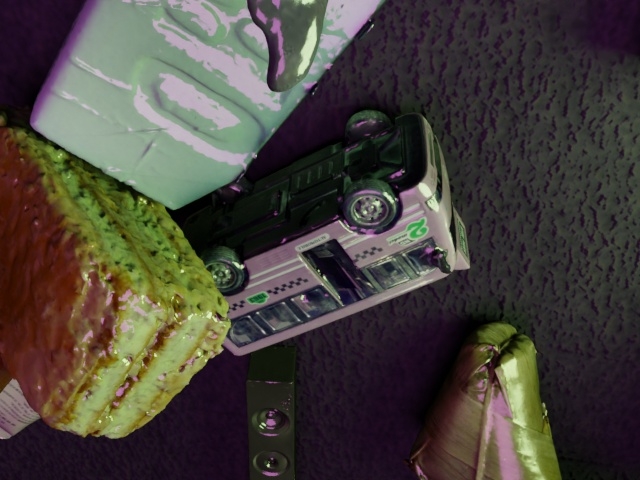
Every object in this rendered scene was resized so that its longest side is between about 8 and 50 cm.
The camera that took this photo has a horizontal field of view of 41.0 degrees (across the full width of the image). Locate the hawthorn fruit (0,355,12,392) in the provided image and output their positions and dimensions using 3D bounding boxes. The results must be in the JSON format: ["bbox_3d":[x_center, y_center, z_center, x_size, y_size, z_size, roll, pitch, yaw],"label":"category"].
[{"bbox_3d":[-0.306,0.055,0.608,0.189,0.149,0.149,33,121,-27],"label":"hawthorn fruit"}]

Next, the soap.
[{"bbox_3d":[-0.053,-0.133,0.497,0.145,0.091,0.230,29,123,-17],"label":"soap"}]

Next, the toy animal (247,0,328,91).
[{"bbox_3d":[-0.050,-0.272,0.370,0.205,0.081,0.367,-37,93,4],"label":"toy animal"}]

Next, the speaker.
[{"bbox_3d":[-0.041,0.177,0.744,0.040,0.046,0.191,1,124,1],"label":"speaker"}]

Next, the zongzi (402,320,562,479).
[{"bbox_3d":[0.163,0.165,0.662,0.176,0.078,0.160,37,131,27],"label":"zongzi"}]

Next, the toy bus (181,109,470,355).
[{"bbox_3d":[0.000,0.000,0.585,0.198,0.096,0.108,-23,125,21],"label":"toy bus"}]

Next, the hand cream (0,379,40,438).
[{"bbox_3d":[-0.221,0.108,0.711,0.234,0.050,0.080,-28,120,27],"label":"hand cream"}]

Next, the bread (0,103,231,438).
[{"bbox_3d":[-0.155,0.020,0.546,0.102,0.196,0.138,-3,138,-46],"label":"bread"}]
